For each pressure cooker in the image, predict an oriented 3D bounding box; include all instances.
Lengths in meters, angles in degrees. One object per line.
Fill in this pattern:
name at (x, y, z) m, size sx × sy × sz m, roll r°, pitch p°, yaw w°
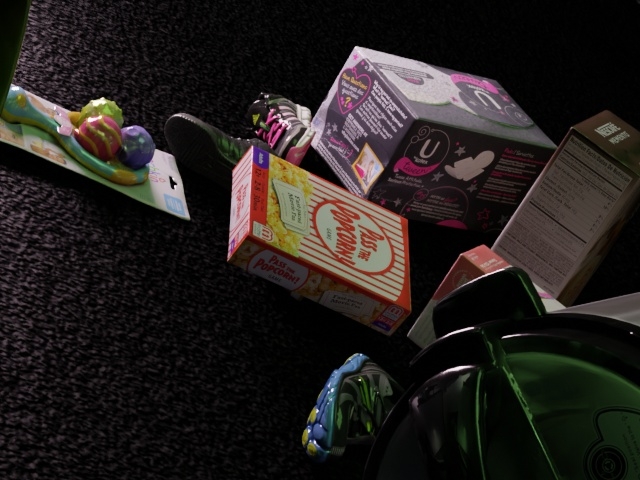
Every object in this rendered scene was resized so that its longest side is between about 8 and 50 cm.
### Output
pressure cooker at (0.238, 0.233, 1.553) m, size 0.370 × 0.375 × 0.420 m, roll 28°, pitch 19°, yaw 31°

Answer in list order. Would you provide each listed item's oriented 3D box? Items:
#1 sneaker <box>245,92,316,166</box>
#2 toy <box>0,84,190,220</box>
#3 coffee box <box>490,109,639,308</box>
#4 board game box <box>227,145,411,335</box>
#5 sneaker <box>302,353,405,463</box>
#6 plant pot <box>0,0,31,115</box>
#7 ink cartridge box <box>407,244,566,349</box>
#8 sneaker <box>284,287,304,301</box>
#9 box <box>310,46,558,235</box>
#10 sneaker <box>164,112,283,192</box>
sneaker at (-0.051, -0.128, 2.276) m, size 0.075 × 0.063 × 0.170 m, roll 26°, pitch 19°, yaw -12°
toy at (-0.236, -0.114, 2.032) m, size 0.237 × 0.056 × 0.137 m, roll 20°, pitch 27°, yaw -24°
coffee box at (0.277, -0.014, 2.214) m, size 0.098 × 0.246 × 0.141 m, roll 37°, pitch 24°, yaw 13°
board game box at (0.000, 0.000, 2.009) m, size 0.193 × 0.045 × 0.146 m, roll 25°, pitch 36°, yaw -20°
sneaker at (0.037, 0.158, 1.812) m, size 0.078 × 0.067 × 0.188 m, roll 28°, pitch 20°, yaw 8°
plant pot at (-0.459, -0.160, 1.547) m, size 0.353 × 0.366 × 0.366 m, roll 21°, pitch 23°, yaw 3°
ink cartridge box at (0.205, 0.111, 2.046) m, size 0.198 × 0.115 × 0.067 m, roll 38°, pitch 23°, yaw 16°
sneaker at (-0.024, 0.016, 2.049) m, size 0.067 × 0.042 × 0.118 m, roll 36°, pitch 26°, yaw 3°
box at (0.136, -0.122, 2.387) m, size 0.247 × 0.142 × 0.163 m, roll 10°, pitch 32°, yaw -41°
sneaker at (-0.091, -0.089, 2.170) m, size 0.170 × 0.051 × 0.089 m, roll 37°, pitch 23°, yaw 0°
